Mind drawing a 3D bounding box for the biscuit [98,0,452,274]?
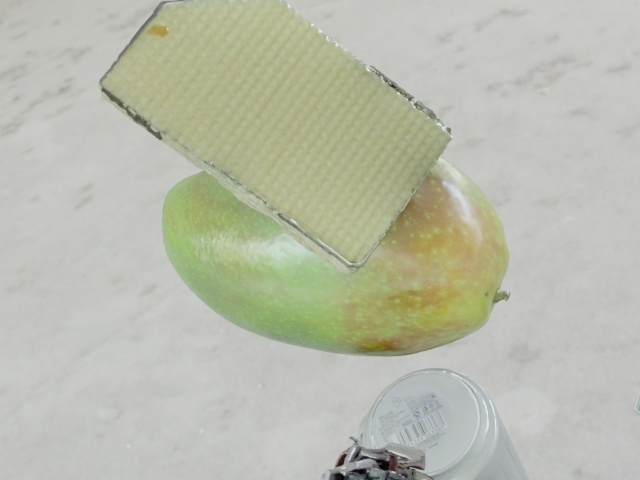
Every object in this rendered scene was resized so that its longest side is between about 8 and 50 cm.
[{"bbox_3d":[-0.034,-0.099,0.733,0.150,0.252,0.052,-57,9,-11],"label":"biscuit"}]

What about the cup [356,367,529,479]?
[{"bbox_3d":[0.195,0.381,1.664,0.323,0.327,0.237,15,63,35],"label":"cup"}]

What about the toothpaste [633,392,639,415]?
[{"bbox_3d":[0.465,0.243,1.210,0.046,0.034,0.164,16,11,-7],"label":"toothpaste"}]

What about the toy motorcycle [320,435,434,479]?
[{"bbox_3d":[0.055,0.261,1.009,0.122,0.213,0.082,5,80,20],"label":"toy motorcycle"}]

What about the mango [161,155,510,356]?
[{"bbox_3d":[0.000,0.000,0.927,0.382,0.225,0.201,8,43,25],"label":"mango"}]
